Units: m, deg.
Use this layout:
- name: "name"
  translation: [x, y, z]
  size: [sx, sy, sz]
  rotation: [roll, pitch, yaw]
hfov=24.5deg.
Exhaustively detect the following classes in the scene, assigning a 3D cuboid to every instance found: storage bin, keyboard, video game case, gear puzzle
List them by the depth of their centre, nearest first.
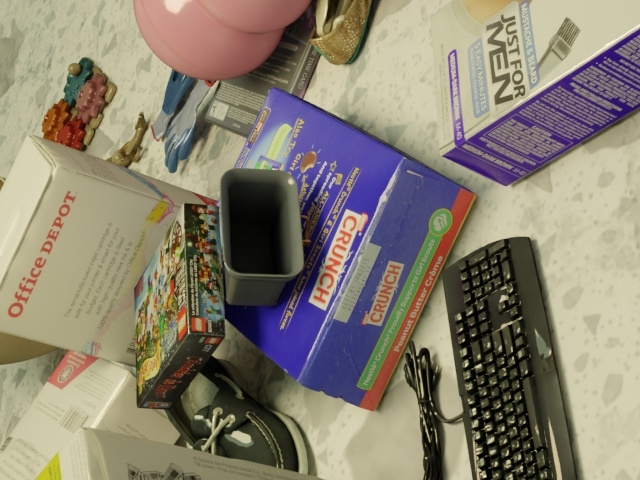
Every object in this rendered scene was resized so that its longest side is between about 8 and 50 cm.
- name: "keyboard"
  translation: [0.154, 0.159, 1.448]
  size: [0.201, 0.033, 0.317]
  rotation: [-38, 44, 38]
- name: "storage bin"
  translation: [-0.064, 0.003, 1.575]
  size: [0.091, 0.098, 0.135]
  rotation: [110, 159, -56]
- name: "video game case"
  translation: [-0.056, -0.268, 1.974]
  size: [0.196, 0.026, 0.274]
  rotation: [26, 94, 56]
- name: "gear puzzle"
  translation: [-0.453, -0.143, 2.445]
  size: [0.339, 0.044, 0.175]
  rotation: [-61, 35, 12]

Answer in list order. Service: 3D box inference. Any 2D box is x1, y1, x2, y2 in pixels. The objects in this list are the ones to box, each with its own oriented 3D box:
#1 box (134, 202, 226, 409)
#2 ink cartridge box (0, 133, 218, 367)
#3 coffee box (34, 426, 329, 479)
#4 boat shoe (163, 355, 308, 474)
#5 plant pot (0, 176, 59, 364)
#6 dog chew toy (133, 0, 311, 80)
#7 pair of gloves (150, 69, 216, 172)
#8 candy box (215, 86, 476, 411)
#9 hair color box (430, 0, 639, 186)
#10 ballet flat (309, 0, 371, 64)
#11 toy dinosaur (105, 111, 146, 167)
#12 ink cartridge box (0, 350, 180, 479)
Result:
- name: "box"
  translation: [-0.165, 0.080, 1.687]
  size: [0.233, 0.044, 0.159]
  rotation: [128, 143, -56]
- name: "ink cartridge box"
  translation: [-0.264, 0.025, 1.855]
  size: [0.226, 0.306, 0.131]
  rotation: [-63, 34, 10]
- name: "coffee box"
  translation: [-0.156, 0.440, 1.456]
  size: [0.334, 0.338, 0.338]
  rotation: [-49, 39, 29]
- name: "boat shoe"
  translation: [-0.115, 0.222, 1.735]
  size: [0.302, 0.091, 0.114]
  rotation: [33, 100, 56]
- name: "plant pot"
  translation: [-0.443, 0.066, 2.190]
  size: [0.284, 0.191, 0.284]
  rotation: [-31, 49, 44]
- name: "dog chew toy"
  translation: [-0.096, -0.338, 1.843]
  size: [0.332, 0.207, 0.206]
  rotation: [-33, 48, 50]
- name: "pair of gloves"
  translation: [-0.198, -0.195, 2.125]
  size: [0.159, 0.023, 0.198]
  rotation: [-61, 26, 21]
- name: "candy box"
  translation: [0.000, 0.000, 1.666]
  size: [0.317, 0.122, 0.268]
  rotation: [36, 102, 56]
- name: "hair color box"
  translation: [0.259, -0.213, 1.431]
  size: [0.339, 0.110, 0.185]
  rotation: [-32, 48, 40]
- name: "ballet flat"
  translation: [0.038, -0.322, 1.830]
  size: [0.073, 0.067, 0.206]
  rotation: [6, 77, 56]
- name: "toy dinosaur"
  translation: [-0.314, -0.113, 2.244]
  size: [0.183, 0.053, 0.092]
  rotation: [-42, 26, 24]
- name: "ink cartridge box"
  translation: [-0.323, 0.293, 1.891]
  size: [0.283, 0.117, 0.207]
  rotation: [-56, 29, -12]
